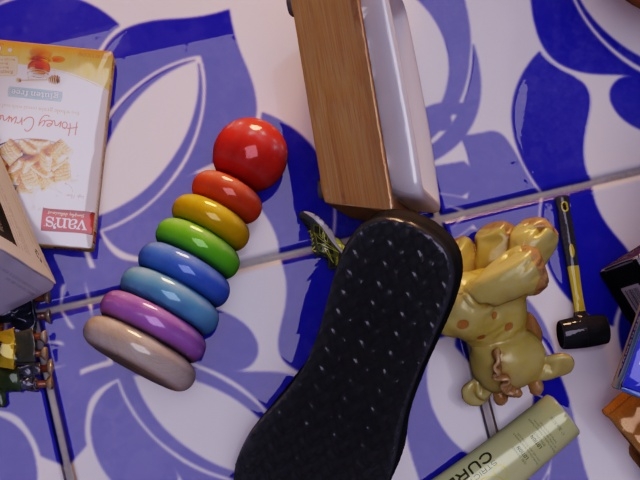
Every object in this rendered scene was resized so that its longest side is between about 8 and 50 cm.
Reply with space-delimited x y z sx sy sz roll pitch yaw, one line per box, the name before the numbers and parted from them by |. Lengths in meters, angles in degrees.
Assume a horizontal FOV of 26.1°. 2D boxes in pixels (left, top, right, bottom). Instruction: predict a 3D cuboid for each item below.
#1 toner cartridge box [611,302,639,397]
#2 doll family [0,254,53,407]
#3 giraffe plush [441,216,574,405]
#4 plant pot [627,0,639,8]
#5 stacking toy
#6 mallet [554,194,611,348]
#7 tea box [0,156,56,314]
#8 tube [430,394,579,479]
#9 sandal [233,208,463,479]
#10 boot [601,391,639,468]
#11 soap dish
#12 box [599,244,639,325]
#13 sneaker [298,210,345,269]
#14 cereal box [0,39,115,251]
toner cartridge box | 0.455 0.026 1.510 0.165 0.075 0.348 20 89 6
doll family | -0.372 0.094 1.599 0.111 0.076 0.193 -3 78 -1
giraffe plush | 0.210 0.097 1.611 0.210 0.181 0.170 -47 115 -37
plant pot | 0.450 -0.393 1.665 0.291 0.203 0.291 1 82 -5
stacking toy | -0.137 0.002 1.603 0.141 0.141 0.330 29 78 -1
mallet | 0.318 0.038 1.685 0.062 0.039 0.190 1 79 -5
tea box | -0.513 -0.045 1.487 0.323 0.220 0.329 -24 76 -1
tube | 0.197 0.280 1.632 0.240 0.062 0.070 -38 47 -4
sandal | 0.043 0.167 1.546 0.167 0.107 0.446 31 113 11
boot | 0.492 0.240 1.654 0.295 0.104 0.211 44 96 -10
soap dish | 0.053 -0.159 1.598 0.118 0.229 0.291 -10 84 10
box | 0.461 0.020 1.639 0.207 0.153 0.108 -32 86 -9
sneaker | 0.000 0.000 1.661 0.035 0.031 0.083 -43 88 -8
cereal box | -0.341 -0.112 1.636 0.173 0.047 0.240 5 82 -4
